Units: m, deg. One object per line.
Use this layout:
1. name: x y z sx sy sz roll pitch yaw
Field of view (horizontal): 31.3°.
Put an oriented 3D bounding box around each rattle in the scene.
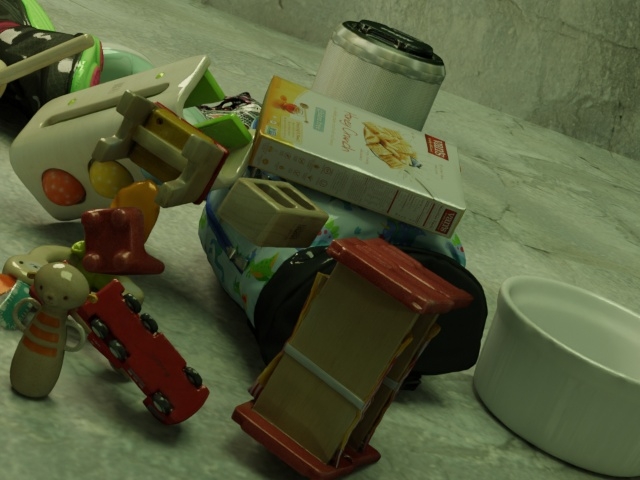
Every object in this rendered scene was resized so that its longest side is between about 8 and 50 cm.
1. rattle: -0.256 0.011 1.169 0.200 0.143 0.130 9 40 -51

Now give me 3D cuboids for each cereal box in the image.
1. cereal box: 0.044 -0.098 1.293 0.240 0.047 0.173 19 28 -8

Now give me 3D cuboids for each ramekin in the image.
1. ramekin: 0.323 0.166 1.394 0.277 0.135 0.277 19 18 -7

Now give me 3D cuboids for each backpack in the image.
1. backpack: 0.000 0.000 1.371 0.290 0.273 0.355 4 12 -28

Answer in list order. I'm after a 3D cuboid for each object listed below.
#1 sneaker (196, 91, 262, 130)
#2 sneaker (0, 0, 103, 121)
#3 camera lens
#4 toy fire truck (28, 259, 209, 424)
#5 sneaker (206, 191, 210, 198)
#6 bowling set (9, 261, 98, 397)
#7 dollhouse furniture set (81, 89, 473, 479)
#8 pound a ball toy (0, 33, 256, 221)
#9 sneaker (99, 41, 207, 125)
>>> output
1. sneaker: -0.158 -0.204 1.937 0.299 0.112 0.121 16 19 -15
2. sneaker: -0.455 -0.245 1.664 0.202 0.185 0.483 -6 24 -33
3. camera lens: 0.088 -0.250 2.092 0.219 0.274 0.219 20 18 -7
4. toy fire truck: -0.191 0.096 1.072 0.192 0.047 0.135 50 -25 -1
5. sneaker: -0.115 -0.085 1.725 0.221 0.083 0.087 19 -1 -9
6. bowling set: -0.347 0.037 0.947 0.287 0.154 0.200 24 18 7
7. dollhouse furniture set: -0.066 0.039 1.114 0.374 0.201 0.152 35 12 18
8. pound a ball toy: -0.261 -0.128 1.317 0.319 0.208 0.135 -9 40 34
9. sneaker: -0.260 -0.200 1.746 0.256 0.094 0.151 34 17 -33
